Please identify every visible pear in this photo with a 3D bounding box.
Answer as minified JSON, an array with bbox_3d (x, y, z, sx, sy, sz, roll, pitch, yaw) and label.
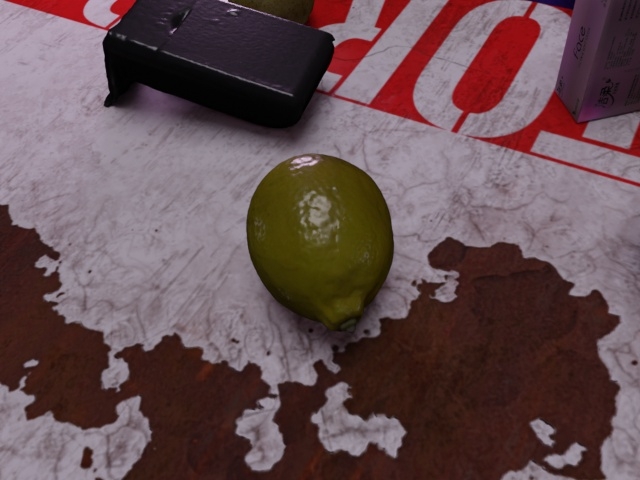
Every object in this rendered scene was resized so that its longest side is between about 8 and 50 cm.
[{"bbox_3d":[-0.096,-0.462,1.153,0.167,0.137,0.167,-2,48,2],"label":"pear"}]

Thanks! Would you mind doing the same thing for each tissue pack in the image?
[{"bbox_3d":[0.447,-0.306,0.893,0.148,0.246,0.092,-12,52,-3],"label":"tissue pack"}]

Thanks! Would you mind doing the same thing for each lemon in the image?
[{"bbox_3d":[0.000,0.000,0.751,0.184,0.184,0.248,-7,57,2],"label":"lemon"}]

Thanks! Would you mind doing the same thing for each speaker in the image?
[{"bbox_3d":[-0.185,-0.287,1.042,0.388,0.184,0.180,19,58,8],"label":"speaker"}]
